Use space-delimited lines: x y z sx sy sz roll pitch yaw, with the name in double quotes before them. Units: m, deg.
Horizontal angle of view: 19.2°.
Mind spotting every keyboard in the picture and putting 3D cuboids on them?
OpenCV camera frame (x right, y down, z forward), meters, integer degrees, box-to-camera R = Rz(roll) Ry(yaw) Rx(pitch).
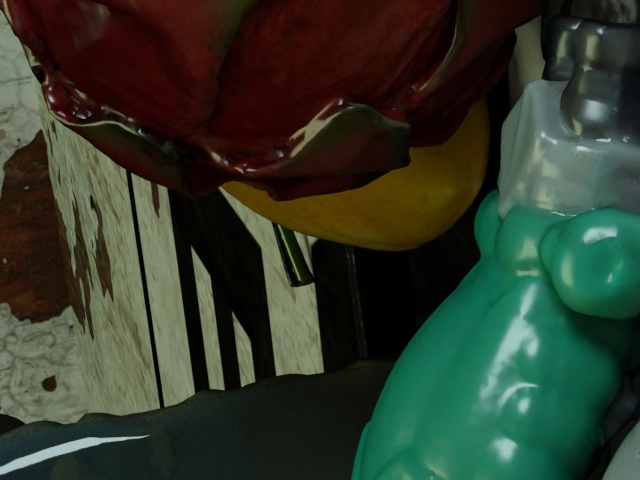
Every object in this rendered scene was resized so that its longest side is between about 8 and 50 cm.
"keyboard" 0.013 -0.004 1.077 0.103 0.041 0.381 -101 -3 -74

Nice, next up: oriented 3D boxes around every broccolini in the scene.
"broccolini" -0.043 -0.070 1.290 0.042 0.044 0.218 -37 69 59

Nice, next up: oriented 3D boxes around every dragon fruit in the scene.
"dragon fruit" -0.006 -0.136 0.672 0.293 0.234 0.233 -38 62 50

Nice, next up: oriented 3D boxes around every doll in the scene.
"doll" 0.094 0.069 0.632 0.195 0.153 0.258 -89 14 -57

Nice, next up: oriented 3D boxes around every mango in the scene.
"mango" -0.002 -0.085 0.889 0.252 0.126 0.153 50 130 47

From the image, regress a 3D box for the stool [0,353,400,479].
"stool" -0.043 0.214 0.922 0.226 0.310 0.310 -175 77 -77
